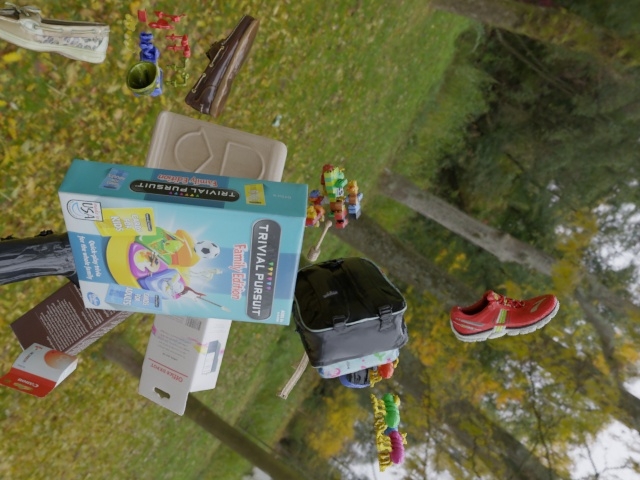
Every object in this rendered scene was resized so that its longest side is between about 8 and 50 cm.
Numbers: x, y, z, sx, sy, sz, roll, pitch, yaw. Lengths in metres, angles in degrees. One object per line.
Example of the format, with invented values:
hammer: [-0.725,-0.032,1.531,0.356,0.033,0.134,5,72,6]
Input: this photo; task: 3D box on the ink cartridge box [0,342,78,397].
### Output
ink cartridge box: [-0.811,0.369,1.710,0.179,0.145,0.045,-63,171,-74]

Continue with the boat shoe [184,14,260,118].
boat shoe: [-0.183,-0.333,1.107,0.207,0.073,0.073,-64,178,-6]

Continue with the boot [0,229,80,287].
boot: [-0.799,0.083,1.579,0.445,0.146,0.367,-17,163,-34]

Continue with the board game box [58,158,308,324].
board game box: [-0.201,0.014,0.918,0.253,0.336,0.079,100,-6,-45]

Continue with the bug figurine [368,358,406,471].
bug figurine: [0.155,0.387,1.358,0.216,0.072,0.279,-89,172,-60]

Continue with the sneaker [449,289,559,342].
sneaker: [0.473,0.181,1.542,0.279,0.118,0.107,-17,-166,12]

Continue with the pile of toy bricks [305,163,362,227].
pile of toy bricks: [0.027,-0.108,1.243,0.212,0.118,0.105,-51,137,-58]

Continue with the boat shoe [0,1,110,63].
boat shoe: [-0.573,-0.440,1.231,0.285,0.105,0.089,-5,121,-56]

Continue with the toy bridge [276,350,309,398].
toy bridge: [-0.058,0.339,1.609,0.188,0.026,0.063,-60,-170,-19]

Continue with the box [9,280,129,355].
box: [-0.797,0.246,1.967,0.381,0.191,0.143,-35,173,2]

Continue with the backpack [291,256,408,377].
backpack: [0.050,0.148,1.244,0.253,0.225,0.191,-119,-161,-53]

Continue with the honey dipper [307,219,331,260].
honey dipper: [0.000,0.000,1.652,0.030,0.030,0.160,-49,171,-42]

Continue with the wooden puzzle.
wooden puzzle: [-0.286,-0.140,1.558,0.080,0.348,0.322,169,-66,-74]

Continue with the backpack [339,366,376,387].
backpack: [0.095,0.316,1.520,0.101,0.098,0.120,120,-29,-63]

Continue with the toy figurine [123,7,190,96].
toy figurine: [-0.497,-0.513,1.835,0.217,0.191,0.362,106,-24,-54]

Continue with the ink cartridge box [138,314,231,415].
ink cartridge box: [-0.402,0.316,1.784,0.119,0.207,0.353,13,93,-60]
